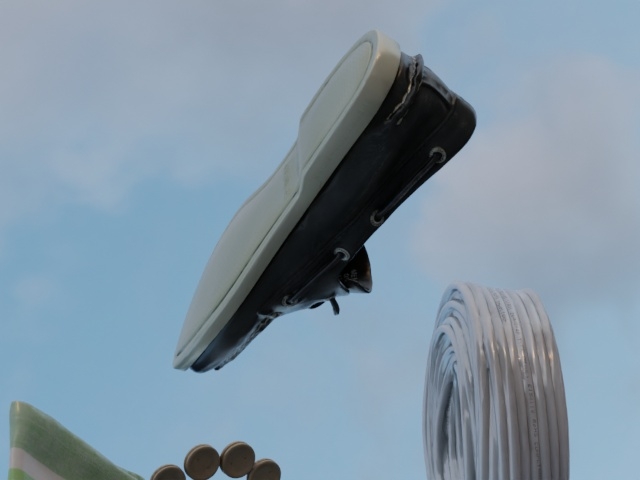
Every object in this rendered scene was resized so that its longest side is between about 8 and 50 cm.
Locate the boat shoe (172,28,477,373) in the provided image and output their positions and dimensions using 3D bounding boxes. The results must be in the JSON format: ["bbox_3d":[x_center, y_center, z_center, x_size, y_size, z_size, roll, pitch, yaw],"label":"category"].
[{"bbox_3d":[0.000,-0.003,1.129,0.113,0.127,0.340,25,-59,-16],"label":"boat shoe"}]

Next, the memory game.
[{"bbox_3d":[-0.109,0.281,1.452,0.186,0.012,0.186,-10,-71,-29],"label":"memory game"}]

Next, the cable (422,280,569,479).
[{"bbox_3d":[0.147,0.163,1.262,0.089,0.257,0.257,0,-56,-5],"label":"cable"}]

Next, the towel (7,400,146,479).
[{"bbox_3d":[-0.230,0.348,1.466,0.038,0.324,0.248,-18,-35,18],"label":"towel"}]
